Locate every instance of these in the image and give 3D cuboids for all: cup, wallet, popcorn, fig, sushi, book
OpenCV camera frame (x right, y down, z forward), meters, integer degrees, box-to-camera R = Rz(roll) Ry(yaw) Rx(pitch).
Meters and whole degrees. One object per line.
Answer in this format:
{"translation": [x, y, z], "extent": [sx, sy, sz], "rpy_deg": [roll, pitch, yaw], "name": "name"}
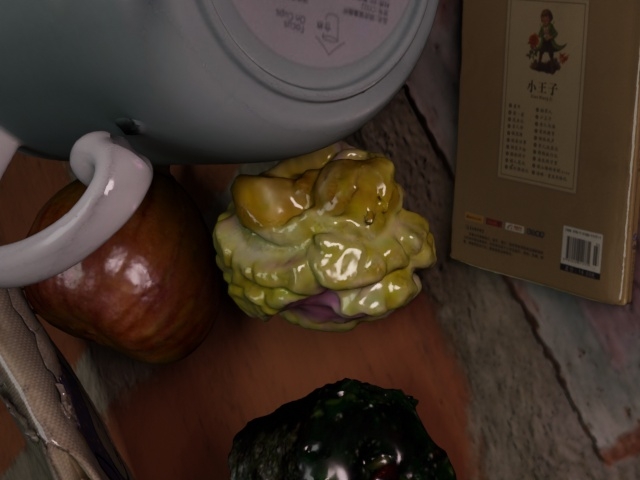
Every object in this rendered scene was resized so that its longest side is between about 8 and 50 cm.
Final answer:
{"translation": [-0.108, -0.130, 0.774], "extent": [0.274, 0.259, 0.356], "rpy_deg": [5, 64, 49], "name": "cup"}
{"translation": [-0.229, 0.115, 1.080], "extent": [0.335, 0.068, 0.275], "rpy_deg": [57, 177, 17], "name": "wallet"}
{"translation": [0.000, 0.000, 0.820], "extent": [0.145, 0.126, 0.126], "rpy_deg": [13, 116, 62], "name": "popcorn"}
{"translation": [-0.156, 0.005, 1.010], "extent": [0.148, 0.149, 0.202], "rpy_deg": [66, -168, -47], "name": "fig"}
{"translation": [0.028, 0.203, 0.817], "extent": [0.127, 0.124, 0.225], "rpy_deg": [-34, 64, 49], "name": "sushi"}
{"translation": [0.127, -0.073, 0.726], "extent": [0.138, 0.016, 0.198], "rpy_deg": [18, 111, 50], "name": "book"}
